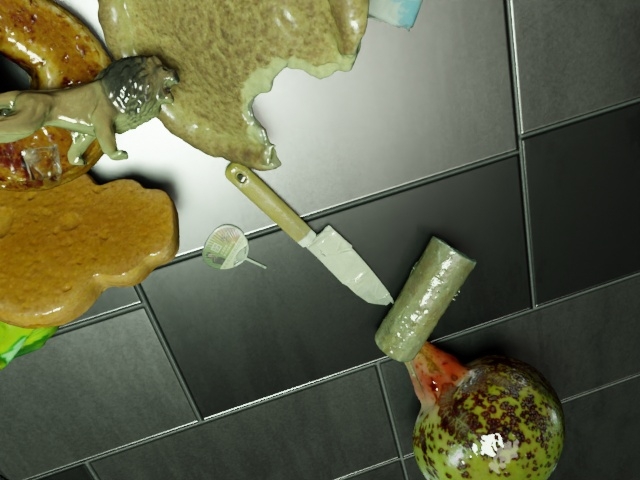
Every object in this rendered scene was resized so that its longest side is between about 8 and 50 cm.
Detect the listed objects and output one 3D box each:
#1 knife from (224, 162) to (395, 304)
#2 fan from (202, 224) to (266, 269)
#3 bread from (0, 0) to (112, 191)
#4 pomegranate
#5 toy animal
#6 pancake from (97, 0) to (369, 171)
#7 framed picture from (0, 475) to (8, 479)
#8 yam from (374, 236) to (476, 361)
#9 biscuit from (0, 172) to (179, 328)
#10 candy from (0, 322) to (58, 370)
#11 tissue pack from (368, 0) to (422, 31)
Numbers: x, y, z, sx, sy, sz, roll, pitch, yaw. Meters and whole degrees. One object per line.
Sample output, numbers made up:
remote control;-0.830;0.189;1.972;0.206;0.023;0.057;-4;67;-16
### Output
knife;0.001;0.001;0.677;0.047;0.017;0.298;-45;115;1
fan;-0.112;0.019;0.667;0.060;0.003;0.080;-30;116;2
bread;-0.278;-0.133;0.499;0.193;0.064;0.193;-11;108;-38
pomegranate;0.206;0.232;0.749;0.214;0.214;0.248;-43;77;8
toy animal;-0.225;-0.096;0.472;0.220;0.069;0.086;-28;104;-28
pancake;-0.086;-0.182;0.471;0.288;0.033;0.286;6;130;31
framed picture;-0.558;0.314;0.688;0.189;0.023;0.260;-39;116;6
yam;0.137;0.078;0.714;0.068;0.068;0.169;21;109;-20
biscuit;-0.291;0.007;0.538;0.295;0.185;0.044;-4;153;-6
candy;-0.383;0.127;0.532;0.149;0.246;0.069;-20;97;4
tissue pack;0.027;-0.320;0.452;0.145;0.159;0.229;8;113;-29
